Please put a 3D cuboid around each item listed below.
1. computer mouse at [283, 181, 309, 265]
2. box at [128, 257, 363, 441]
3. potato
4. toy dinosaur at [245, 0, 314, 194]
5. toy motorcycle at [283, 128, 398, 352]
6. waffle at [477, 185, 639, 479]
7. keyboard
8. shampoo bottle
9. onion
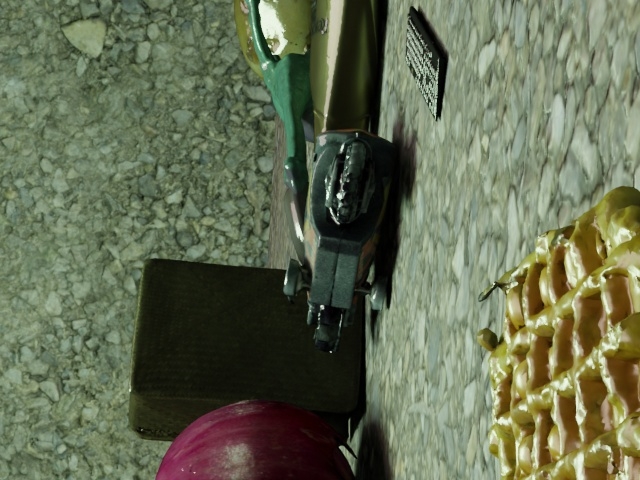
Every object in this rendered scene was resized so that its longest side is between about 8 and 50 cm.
[{"bbox_3d":[0.001,0.000,1.870,0.232,0.057,0.120,60,-165,-71],"label":"computer mouse"},{"bbox_3d":[-0.089,0.140,1.770,0.143,0.273,0.184,108,165,-64],"label":"box"},{"bbox_3d":[-0.046,-0.349,2.166,0.165,0.165,0.262,-106,14,-72],"label":"potato"},{"bbox_3d":[-0.010,-0.139,1.933,0.383,0.129,0.331,56,-157,-62],"label":"toy dinosaur"},{"bbox_3d":[0.027,-0.015,1.598,0.307,0.108,0.173,99,-179,-50],"label":"toy motorcycle"},{"bbox_3d":[0.132,0.095,0.734,0.280,0.060,0.262,-101,18,-61],"label":"waffle"},{"bbox_3d":[0.098,-0.172,1.410,0.198,0.010,0.064,-102,14,-68],"label":"keyboard"},{"bbox_3d":[0.030,-0.260,1.757,0.125,0.084,0.350,173,100,-80],"label":"shampoo bottle"},{"bbox_3d":[-0.094,0.338,1.596,0.358,0.345,0.358,-62,-4,-7],"label":"onion"}]
